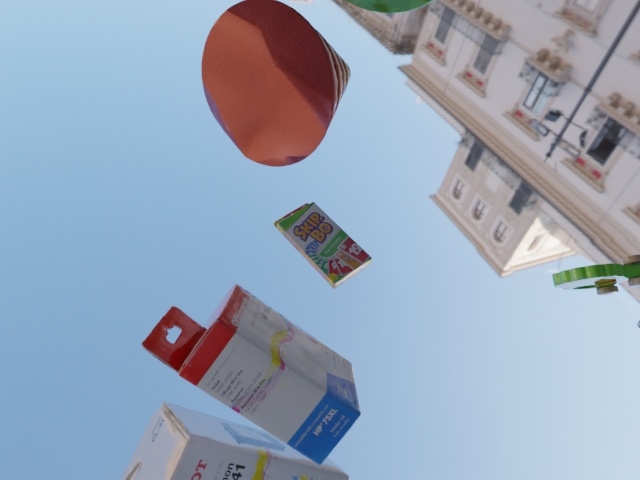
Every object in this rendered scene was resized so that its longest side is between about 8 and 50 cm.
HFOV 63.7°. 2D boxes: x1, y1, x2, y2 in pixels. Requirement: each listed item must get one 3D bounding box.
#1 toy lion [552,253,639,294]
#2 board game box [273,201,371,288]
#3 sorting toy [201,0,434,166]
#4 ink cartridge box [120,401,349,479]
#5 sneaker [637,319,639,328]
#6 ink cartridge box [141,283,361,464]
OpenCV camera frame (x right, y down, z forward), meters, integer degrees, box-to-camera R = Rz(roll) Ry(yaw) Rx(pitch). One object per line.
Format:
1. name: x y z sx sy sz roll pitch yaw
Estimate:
1. toy lion: 0.303 0.042 0.573 0.096 0.100 0.034 -5 -104 -2
2. board game box: 0.000 0.000 1.321 0.124 0.039 0.259 -32 -122 -23
3. sorting toy: 0.057 -0.203 0.351 0.127 0.365 0.126 49 -143 6
4. ink cartridge box: -0.135 0.400 0.761 0.306 0.226 0.131 31 169 -36
5. sneaker: 0.360 0.126 0.418 0.366 0.210 0.137 -11 -100 -32
6. ink cartridge box: -0.072 0.134 0.592 0.231 0.078 0.134 36 -172 -8
